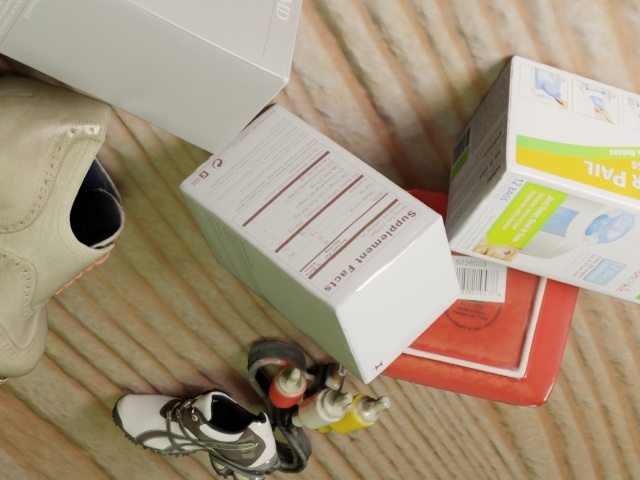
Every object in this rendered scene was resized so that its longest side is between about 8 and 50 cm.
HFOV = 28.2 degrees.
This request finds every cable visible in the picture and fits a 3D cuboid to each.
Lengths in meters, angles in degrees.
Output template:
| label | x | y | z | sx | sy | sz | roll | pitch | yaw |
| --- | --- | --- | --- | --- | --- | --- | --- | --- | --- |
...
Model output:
| label | x | y | z | sx | sy | sz | roll | pitch | yaw |
| --- | --- | --- | --- | --- | --- | --- | --- | --- | --- |
| cable | -0.038 | 0.189 | 1.336 | 0.139 | 0.072 | 0.287 | 22 | 144 | -10 |

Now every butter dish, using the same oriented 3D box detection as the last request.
| label | x | y | z | sx | sy | sz | roll | pitch | yaw |
| --- | --- | --- | --- | --- | --- | --- | --- | --- | --- |
| butter dish | 0.125 | 0.035 | 1.042 | 0.160 | 0.118 | 0.160 | 12 | 107 | 6 |

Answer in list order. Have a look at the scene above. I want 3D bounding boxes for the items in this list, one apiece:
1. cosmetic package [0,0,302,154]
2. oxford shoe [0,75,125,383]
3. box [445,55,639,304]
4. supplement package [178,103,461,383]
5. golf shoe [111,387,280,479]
| label | x | y | z | sx | sy | sz | roll | pitch | yaw |
| --- | --- | --- | --- | --- | --- | --- | --- | --- | --- |
| cosmetic package | -0.132 | -0.167 | 0.786 | 0.238 | 0.127 | 0.107 | 21 | 143 | -21 |
| oxford shoe | -0.241 | 0.015 | 1.071 | 0.146 | 0.141 | 0.397 | 5 | 149 | -7 |
| box | 0.207 | -0.035 | 0.921 | 0.203 | 0.103 | 0.114 | 16 | 146 | -11 |
| supplement package | 0.000 | 0.000 | 0.943 | 0.179 | 0.105 | 0.105 | 38 | 161 | 33 |
| golf shoe | -0.131 | 0.186 | 1.352 | 0.198 | 0.077 | 0.094 | 16 | 125 | 19 |
